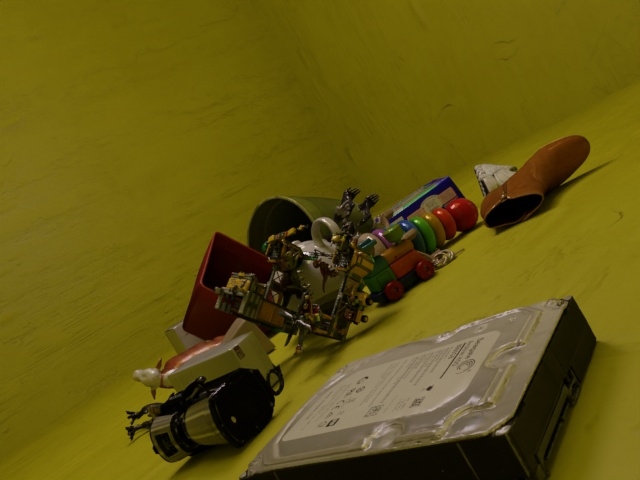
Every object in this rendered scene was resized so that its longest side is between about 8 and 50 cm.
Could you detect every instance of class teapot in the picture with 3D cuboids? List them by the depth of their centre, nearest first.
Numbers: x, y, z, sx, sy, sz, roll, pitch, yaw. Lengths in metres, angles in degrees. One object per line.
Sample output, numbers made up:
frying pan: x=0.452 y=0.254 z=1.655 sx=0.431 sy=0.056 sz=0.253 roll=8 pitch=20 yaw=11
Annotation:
teapot: x=-0.022 y=0.080 z=1.467 sx=0.256 sy=0.187 sz=0.252 roll=-31 pitch=-19 yaw=9

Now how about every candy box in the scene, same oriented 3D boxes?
candy box: x=0.326 y=-0.091 z=1.980 sx=0.268 sy=0.122 sz=0.317 roll=-35 pitch=1 yaw=3

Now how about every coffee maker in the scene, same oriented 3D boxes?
coffee maker: x=-0.171 y=0.292 z=0.994 sx=0.178 sy=0.120 sz=0.171 roll=-27 pitch=-19 yaw=35

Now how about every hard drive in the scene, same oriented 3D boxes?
hard drive: x=0.095 y=0.176 z=0.622 sx=0.338 sy=0.064 sz=0.237 roll=-27 pitch=5 yaw=41

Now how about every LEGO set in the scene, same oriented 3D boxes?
LEGO set: x=-0.069 y=0.080 z=1.218 sx=0.331 sy=0.192 sz=0.255 roll=15 pitch=79 yaw=48

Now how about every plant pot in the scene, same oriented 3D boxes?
plant pot: x=-0.198 y=0.271 z=1.524 sx=0.096 sy=0.109 sz=0.109 roll=-46 pitch=10 yaw=-23
plant pot: x=-0.283 y=0.182 z=1.833 sx=0.236 sy=0.267 sz=0.267 roll=-50 pitch=21 yaw=30
plant pot: x=0.000 y=0.000 z=2.037 sx=0.352 sy=0.367 sz=0.366 roll=-18 pitch=-7 yaw=-45

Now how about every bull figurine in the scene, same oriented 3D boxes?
bull figurine: x=-0.348 y=0.338 z=1.610 sx=0.310 sy=0.101 sz=0.188 roll=-17 pitch=-2 yaw=-19

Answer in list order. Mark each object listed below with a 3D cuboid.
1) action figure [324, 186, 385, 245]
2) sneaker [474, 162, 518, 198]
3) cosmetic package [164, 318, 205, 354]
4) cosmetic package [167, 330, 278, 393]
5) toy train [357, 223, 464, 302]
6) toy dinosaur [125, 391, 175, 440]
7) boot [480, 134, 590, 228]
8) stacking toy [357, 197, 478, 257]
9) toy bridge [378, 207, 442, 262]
action figure: x=0.106 y=-0.053 z=1.813 sx=0.141 sy=0.164 sz=0.276 roll=-55 pitch=16 yaw=44
sneaker: x=0.544 y=-0.184 z=1.804 sx=0.118 sy=0.110 sz=0.292 roll=-22 pitch=13 yaw=12
cosmetic package: x=-0.363 y=0.296 z=2.062 sx=0.309 sy=0.160 sz=0.113 roll=-34 pitch=5 yaw=-34
cosmetic package: x=-0.202 y=0.281 z=1.218 sx=0.231 sy=0.117 sz=0.085 roll=-27 pitch=6 yaw=37
toy train: x=0.194 y=0.022 z=1.326 sx=0.248 sy=0.143 sz=0.105 roll=-32 pitch=4 yaw=-17
toy dinosaur: x=-0.417 y=0.428 z=1.455 sx=0.118 sy=0.064 sz=0.268 roll=-24 pitch=-2 yaw=-12
boot: x=0.504 y=-0.127 z=1.362 sx=0.295 sy=0.104 sz=0.211 roll=-35 pitch=7 yaw=19
stacking toy: x=0.264 y=-0.018 z=1.531 sx=0.330 sy=0.141 sz=0.141 roll=-27 pitch=2 yaw=-16
toy bridge: x=0.206 y=-0.005 z=1.426 sx=0.063 sy=0.188 sz=0.026 roll=-34 pitch=-30 yaw=-25
